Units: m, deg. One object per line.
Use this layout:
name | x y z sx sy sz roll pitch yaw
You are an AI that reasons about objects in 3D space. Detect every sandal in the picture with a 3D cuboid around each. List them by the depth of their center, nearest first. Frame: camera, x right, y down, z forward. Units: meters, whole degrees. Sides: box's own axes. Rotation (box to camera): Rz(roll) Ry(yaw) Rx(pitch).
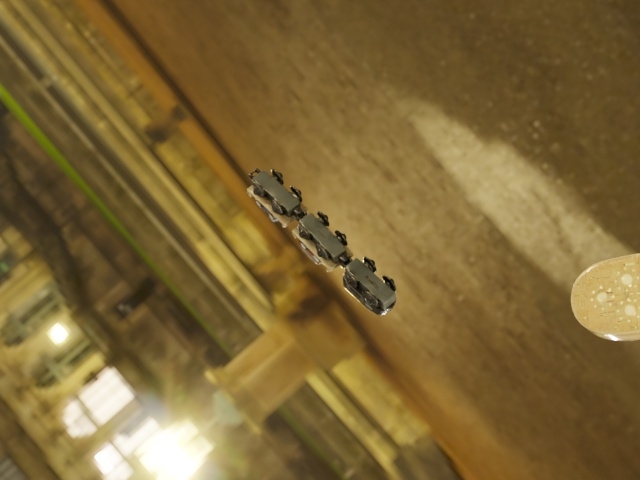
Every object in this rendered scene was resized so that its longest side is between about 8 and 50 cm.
sandal | 0.283 0.015 0.963 0.079 0.240 0.088 30 -133 -58

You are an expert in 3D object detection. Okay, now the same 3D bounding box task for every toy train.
toy train | 0.000 0.000 1.034 0.158 0.027 0.036 44 160 26
